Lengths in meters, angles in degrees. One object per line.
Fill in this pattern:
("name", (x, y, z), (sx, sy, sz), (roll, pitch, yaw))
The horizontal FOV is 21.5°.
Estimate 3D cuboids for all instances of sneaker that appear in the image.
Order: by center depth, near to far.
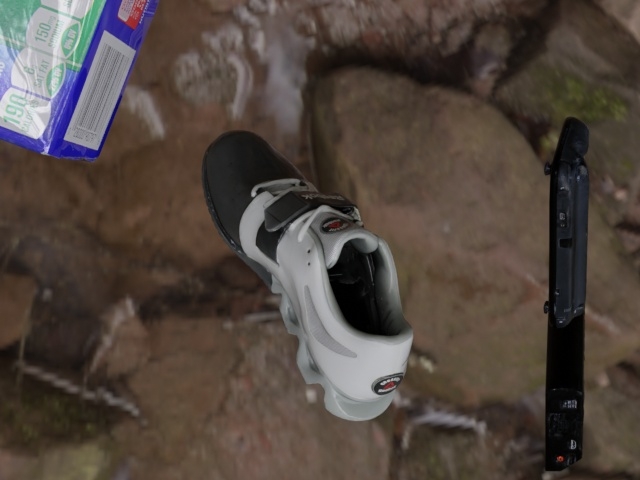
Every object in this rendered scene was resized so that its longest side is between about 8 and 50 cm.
("sneaker", (0.000, 0.000, 1.639), (0.122, 0.330, 0.146), (-19, 154, -31))

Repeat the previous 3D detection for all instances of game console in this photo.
("game console", (0.239, 0.038, 1.644), (0.044, 0.213, 0.361), (1, 129, 8))

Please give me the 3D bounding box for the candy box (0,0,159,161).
("candy box", (-0.230, -0.218, 0.892), (0.317, 0.122, 0.268), (20, 91, 6))
